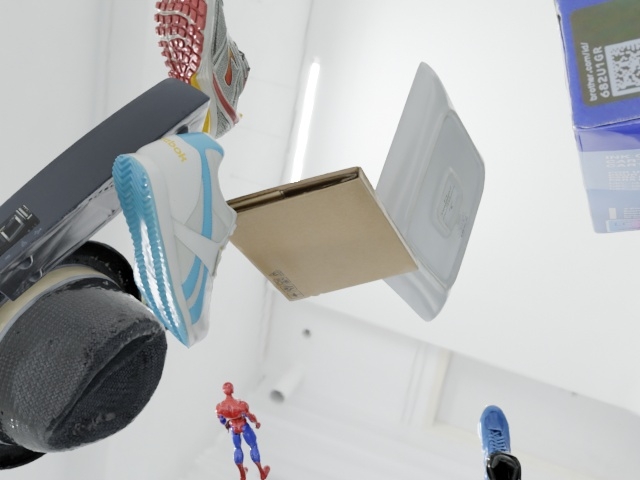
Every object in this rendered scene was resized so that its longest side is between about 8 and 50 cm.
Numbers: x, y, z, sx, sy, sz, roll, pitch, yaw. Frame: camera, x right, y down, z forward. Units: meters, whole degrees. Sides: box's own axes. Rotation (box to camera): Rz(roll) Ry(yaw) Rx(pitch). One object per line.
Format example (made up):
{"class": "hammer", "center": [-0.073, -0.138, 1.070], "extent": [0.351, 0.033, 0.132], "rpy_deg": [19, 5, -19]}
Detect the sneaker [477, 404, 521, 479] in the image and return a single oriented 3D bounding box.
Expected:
{"class": "sneaker", "center": [0.287, 0.335, 1.312], "extent": [0.085, 0.058, 0.152], "rpy_deg": [105, 171, -70]}

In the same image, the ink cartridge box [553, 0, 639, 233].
{"class": "ink cartridge box", "center": [0.245, -0.174, 0.598], "extent": [0.395, 0.151, 0.270], "rpy_deg": [26, -123, -66]}

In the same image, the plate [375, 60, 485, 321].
{"class": "plate", "center": [0.158, -0.053, 1.117], "extent": [0.278, 0.045, 0.277], "rpy_deg": [43, -119, -55]}

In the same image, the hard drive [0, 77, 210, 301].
{"class": "hard drive", "center": [-0.220, -0.050, 0.793], "extent": [0.254, 0.054, 0.172], "rpy_deg": [-43, 1, -17]}

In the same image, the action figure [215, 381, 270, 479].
{"class": "action figure", "center": [-0.078, 0.185, 0.802], "extent": [0.030, 0.038, 0.115], "rpy_deg": [-72, -26, -56]}

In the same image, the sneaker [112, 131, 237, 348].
{"class": "sneaker", "center": [-0.122, 0.008, 0.765], "extent": [0.092, 0.087, 0.229], "rpy_deg": [-30, -41, -31]}

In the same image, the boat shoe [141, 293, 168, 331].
{"class": "boat shoe", "center": [-0.323, 0.148, 1.604], "extent": [0.080, 0.073, 0.224], "rpy_deg": [55, -133, -54]}

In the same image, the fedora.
{"class": "fedora", "center": [-0.317, 0.165, 1.075], "extent": [0.334, 0.152, 0.334], "rpy_deg": [-35, -47, -49]}

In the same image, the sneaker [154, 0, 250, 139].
{"class": "sneaker", "center": [-0.133, -0.218, 0.959], "extent": [0.092, 0.088, 0.225], "rpy_deg": [-31, -36, -34]}

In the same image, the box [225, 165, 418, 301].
{"class": "box", "center": [0.000, 0.000, 0.877], "extent": [0.201, 0.164, 0.021], "rpy_deg": [51, -151, -53]}
